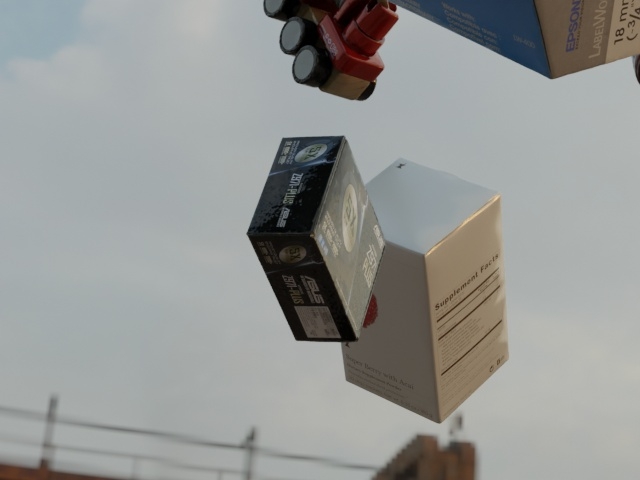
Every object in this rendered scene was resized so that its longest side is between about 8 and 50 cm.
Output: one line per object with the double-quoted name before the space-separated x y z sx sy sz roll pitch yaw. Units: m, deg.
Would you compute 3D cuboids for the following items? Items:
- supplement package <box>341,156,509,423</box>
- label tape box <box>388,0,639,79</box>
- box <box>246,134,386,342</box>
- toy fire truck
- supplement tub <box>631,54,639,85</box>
"supplement package" 0.136 0.067 2.202 0.177 0.175 0.293 22 -45 36
"label tape box" 0.171 -0.243 1.463 0.334 0.241 0.106 -18 -54 -34
"box" 0.000 0.000 1.746 0.077 0.147 0.180 -1 -43 22
"toy fire truck" 0.037 -0.353 2.256 0.158 0.217 0.246 13 -49 -39
"supplement tub" 0.397 -0.254 1.814 0.106 0.198 0.106 1 -46 1
